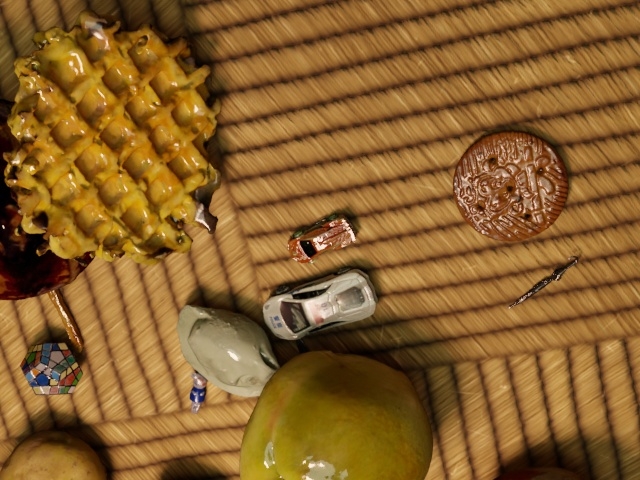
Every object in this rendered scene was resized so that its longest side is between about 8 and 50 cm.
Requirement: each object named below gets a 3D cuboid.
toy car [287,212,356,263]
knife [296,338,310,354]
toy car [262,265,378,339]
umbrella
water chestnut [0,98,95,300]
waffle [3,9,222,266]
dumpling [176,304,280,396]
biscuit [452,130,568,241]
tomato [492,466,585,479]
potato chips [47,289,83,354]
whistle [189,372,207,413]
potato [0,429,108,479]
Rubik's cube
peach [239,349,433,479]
[{"bbox_3d":[0.000,0.000,1.832,0.122,0.035,0.059,-25,107,13],"label":"toy car"},{"bbox_3d":[-0.006,0.242,1.926,0.023,0.010,0.170,-24,103,8],"label":"knife"},{"bbox_3d":[-0.003,0.113,1.860,0.205,0.056,0.095,-19,106,13],"label":"toy car"},{"bbox_3d":[0.374,0.074,1.814,0.022,0.022,0.149,32,119,-28],"label":"umbrella"},{"bbox_3d":[-0.483,-0.083,1.764,0.335,0.347,0.335,27,143,23],"label":"water chestnut"},{"bbox_3d":[-0.311,-0.150,1.660,0.095,0.380,0.382,2,89,45],"label":"waffle"},{"bbox_3d":[-0.154,0.187,1.891,0.219,0.108,0.152,41,154,8],"label":"dumpling"},{"bbox_3d":[0.308,-0.088,1.764,0.188,0.027,0.187,3,109,8],"label":"biscuit"},{"bbox_3d":[0.378,0.515,1.853,0.270,0.222,0.270,0,89,16],"label":"tomato"},{"bbox_3d":[-0.474,0.110,1.941,0.037,0.026,0.204,-23,104,18],"label":"potato chips"},{"bbox_3d":[-0.223,0.274,1.956,0.033,0.029,0.083,6,106,-14],"label":"whistle"},{"bbox_3d":[-0.493,0.477,1.987,0.229,0.229,0.266,13,94,4],"label":"potato"},{"bbox_3d":[-0.482,0.231,1.946,0.111,0.111,0.093,-6,82,10],"label":"Rubik's cube"},{"bbox_3d":[0.032,0.347,1.793,0.281,0.316,0.314,18,114,46],"label":"peach"}]
